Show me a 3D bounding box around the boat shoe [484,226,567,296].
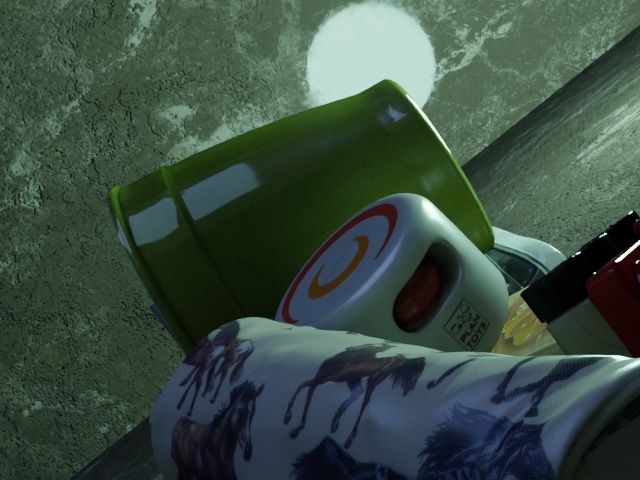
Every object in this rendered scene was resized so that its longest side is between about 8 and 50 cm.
[{"bbox_3d":[0.215,0.056,1.363,0.102,0.108,0.301,-37,12,-8],"label":"boat shoe"}]

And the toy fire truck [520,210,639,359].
[{"bbox_3d":[0.290,-0.014,0.830,0.246,0.158,0.217,-40,-9,34],"label":"toy fire truck"}]

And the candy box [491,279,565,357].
[{"bbox_3d":[0.159,0.138,1.057,0.316,0.087,0.183,-33,8,35],"label":"candy box"}]

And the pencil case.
[{"bbox_3d":[0.066,0.140,0.723,0.183,0.160,0.410,3,-2,-39],"label":"pencil case"}]

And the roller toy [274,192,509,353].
[{"bbox_3d":[0.067,0.069,1.004,0.191,0.146,0.209,-40,18,21],"label":"roller toy"}]

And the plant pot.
[{"bbox_3d":[0.000,0.000,1.302,0.353,0.366,0.366,-32,5,2],"label":"plant pot"}]

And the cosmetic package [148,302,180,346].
[{"bbox_3d":[-0.012,0.086,1.598,0.377,0.284,0.097,-40,4,-25],"label":"cosmetic package"}]
